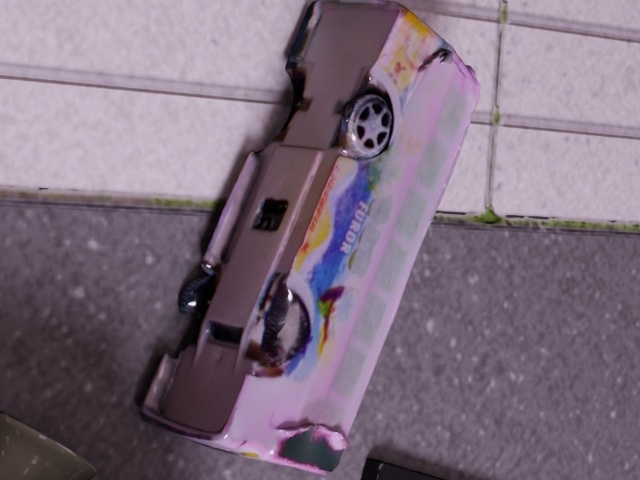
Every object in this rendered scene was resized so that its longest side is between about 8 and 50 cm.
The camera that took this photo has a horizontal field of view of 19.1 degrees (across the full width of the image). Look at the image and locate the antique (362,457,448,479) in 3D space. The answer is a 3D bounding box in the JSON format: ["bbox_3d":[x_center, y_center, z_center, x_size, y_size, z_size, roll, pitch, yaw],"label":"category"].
[{"bbox_3d":[0.100,0.177,1.245,0.192,0.015,0.031,22,79,-38],"label":"antique"}]

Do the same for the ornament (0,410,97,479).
[{"bbox_3d":[-0.184,0.169,0.986,0.156,0.074,0.081,-60,147,-16],"label":"ornament"}]

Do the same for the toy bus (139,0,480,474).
[{"bbox_3d":[0.000,0.000,1.106,0.112,0.090,0.274,32,75,-41],"label":"toy bus"}]
